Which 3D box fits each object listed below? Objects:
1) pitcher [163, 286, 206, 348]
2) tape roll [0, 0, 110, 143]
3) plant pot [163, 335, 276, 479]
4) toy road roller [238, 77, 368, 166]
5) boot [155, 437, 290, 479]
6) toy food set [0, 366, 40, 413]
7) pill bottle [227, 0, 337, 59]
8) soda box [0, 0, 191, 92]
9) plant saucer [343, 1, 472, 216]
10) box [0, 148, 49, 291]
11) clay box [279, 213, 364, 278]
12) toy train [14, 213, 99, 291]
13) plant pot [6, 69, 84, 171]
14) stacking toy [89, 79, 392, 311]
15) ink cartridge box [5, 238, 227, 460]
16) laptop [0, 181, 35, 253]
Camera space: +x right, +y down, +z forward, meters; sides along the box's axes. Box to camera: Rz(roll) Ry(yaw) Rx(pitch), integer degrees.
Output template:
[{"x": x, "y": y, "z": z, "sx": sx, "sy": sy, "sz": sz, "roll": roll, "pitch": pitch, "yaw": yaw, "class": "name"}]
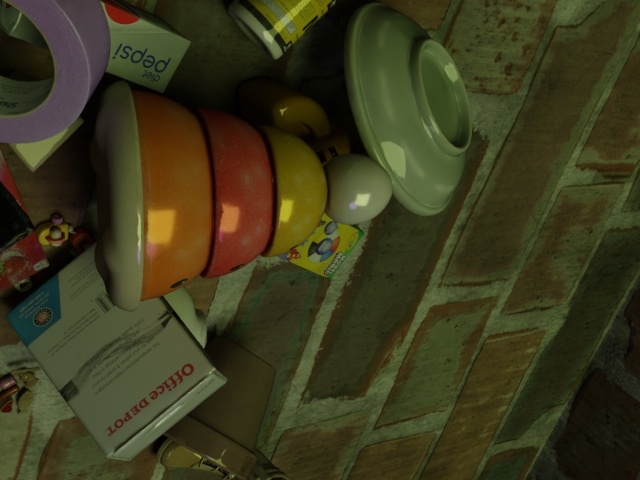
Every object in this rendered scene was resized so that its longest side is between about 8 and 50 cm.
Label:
[{"x": -0.280, "y": 0.158, "z": 1.903, "sx": 0.125, "sy": 0.177, "sz": 0.207, "roll": -28, "pitch": 144, "yaw": 6, "class": "pitcher"}, {"x": -0.418, "y": -0.262, "z": 1.334, "sx": 0.275, "sy": 0.090, "sz": 0.274, "roll": 6, "pitch": 131, "yaw": 6, "class": "tape roll"}, {"x": -0.206, "y": 0.328, "z": 2.092, "sx": 0.229, "sy": 0.263, "sz": 0.263, "roll": -59, "pitch": 144, "yaw": -13, "class": "plant pot"}, {"x": -0.020, "y": -0.182, "z": 1.838, "sx": 0.330, "sy": 0.202, "sz": 0.240, "roll": -23, "pitch": 126, "yaw": -25, "class": "toy road roller"}, {"x": -0.210, "y": 0.496, "z": 2.244, "sx": 0.262, "sy": 0.203, "sz": 0.095, "roll": 4, "pitch": 119, "yaw": -47, "class": "boot"}, {"x": -0.556, "y": 0.271, "z": 1.869, "sx": 0.078, "sy": 0.019, "sz": 0.122, "roll": -2, "pitch": 131, "yaw": -43, "class": "toy food set"}, {"x": -0.040, "y": -0.407, "z": 1.676, "sx": 0.208, "sy": 0.119, "sz": 0.119, "roll": -45, "pitch": 142, "yaw": -3, "class": "pill bottle"}, {"x": -0.334, "y": -0.313, "z": 1.502, "sx": 0.286, "sy": 0.091, "sz": 0.098, "roll": 16, "pitch": 110, "yaw": -49, "class": "soda box"}, {"x": 0.183, "y": -0.246, "z": 1.839, "sx": 0.101, "sy": 0.400, "sz": 0.400, "roll": -15, "pitch": 154, "yaw": 29, "class": "plant saucer"}, {"x": -0.517, "y": -0.051, "z": 1.529, "sx": 0.123, "sy": 0.128, "sz": 0.257, "roll": -30, "pitch": 140, "yaw": -20, "class": "box"}, {"x": 0.000, "y": 0.000, "z": 2.130, "sx": 0.127, "sy": 0.053, "sz": 0.222, "roll": -54, "pitch": 141, "yaw": 9, "class": "clay box"}, {"x": -0.448, "y": 0.027, "z": 1.731, "sx": 0.166, "sy": 0.046, "sz": 0.125, "roll": -36, "pitch": 141, "yaw": -14, "class": "toy train"}, {"x": -0.434, "y": -0.187, "z": 1.516, "sx": 0.109, "sy": 0.109, "sz": 0.096, "roll": -45, "pitch": 129, "yaw": -2, "class": "plant pot"}, {"x": -0.110, "y": -0.076, "z": 1.611, "sx": 0.480, "sy": 0.350, "sz": 0.350, "roll": -3, "pitch": 128, "yaw": -15, "class": "stacking toy"}, {"x": -0.341, "y": 0.183, "z": 1.731, "sx": 0.223, "sy": 0.307, "sz": 0.129, "roll": -39, "pitch": 164, "yaw": -5, "class": "ink cartridge box"}, {"x": -0.560, "y": -0.030, "z": 1.391, "sx": 0.264, "sy": 0.234, "sz": 0.136, "roll": -37, "pitch": -174, "yaw": -10, "class": "laptop"}]
